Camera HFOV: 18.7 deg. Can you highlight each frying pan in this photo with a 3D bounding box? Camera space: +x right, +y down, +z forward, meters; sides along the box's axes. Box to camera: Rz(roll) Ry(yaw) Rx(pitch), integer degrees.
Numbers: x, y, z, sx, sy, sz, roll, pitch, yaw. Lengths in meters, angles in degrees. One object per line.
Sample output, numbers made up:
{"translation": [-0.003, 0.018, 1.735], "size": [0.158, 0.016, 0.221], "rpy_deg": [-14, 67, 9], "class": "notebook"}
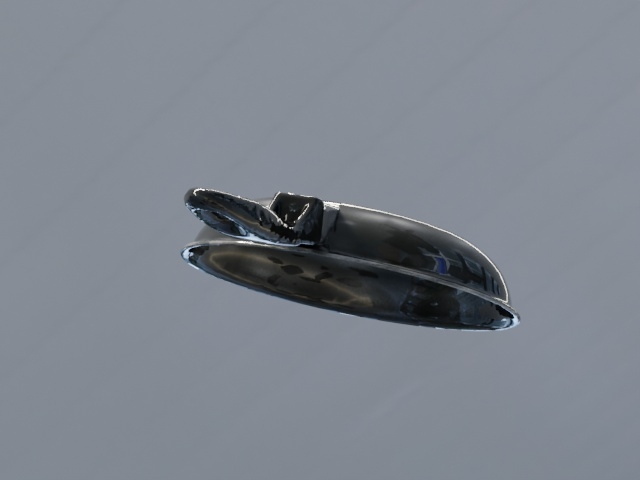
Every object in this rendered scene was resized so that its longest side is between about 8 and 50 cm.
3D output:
{"translation": [-0.021, -0.001, 1.059], "size": [0.197, 0.053, 0.326], "rpy_deg": [3, -14, 41], "class": "frying pan"}
